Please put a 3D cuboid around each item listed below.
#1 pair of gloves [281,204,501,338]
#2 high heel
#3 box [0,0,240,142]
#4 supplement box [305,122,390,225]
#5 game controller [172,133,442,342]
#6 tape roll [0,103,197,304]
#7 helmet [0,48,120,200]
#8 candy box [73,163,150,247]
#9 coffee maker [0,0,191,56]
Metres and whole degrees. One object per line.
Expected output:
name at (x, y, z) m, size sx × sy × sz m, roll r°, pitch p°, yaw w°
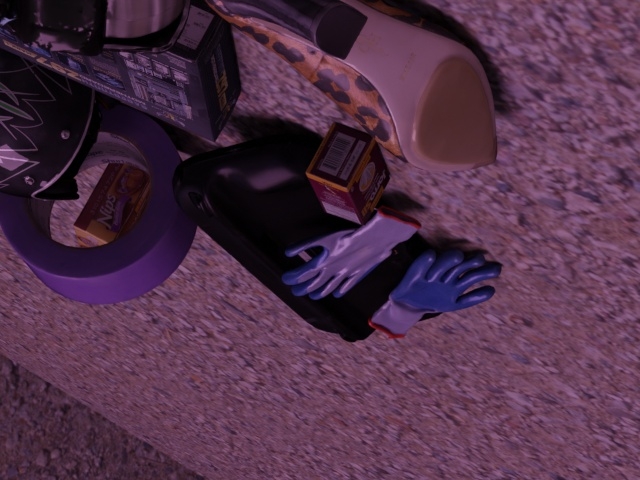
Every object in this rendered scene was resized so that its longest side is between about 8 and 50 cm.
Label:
pair of gloves at (0.063, 0.033, 1.744) m, size 0.198 × 0.023 × 0.159 m, roll 24°, pitch 137°, yaw -30°
high heel at (0.019, -0.143, 1.351) m, size 0.186 × 0.093 × 0.261 m, roll 37°, pitch -178°, yaw 42°
box at (-0.186, -0.180, 1.571) m, size 0.233 × 0.059 × 0.183 m, roll 24°, pitch 164°, yaw 9°
supplement box at (0.025, -0.057, 1.619) m, size 0.043 × 0.055 × 0.083 m, roll 22°, pitch 164°, yaw 20°
game controller at (0.000, 0.000, 1.776) m, size 0.166 × 0.067 × 0.319 m, roll -20°, pitch 141°, yaw 23°
tape roll at (-0.221, -0.036, 1.849) m, size 0.189 × 0.189 × 0.080 m, roll 23°, pitch 164°, yaw 18°
helmet at (-0.275, -0.118, 1.735) m, size 0.169 × 0.169 × 0.161 m, roll 22°, pitch 180°, yaw 20°
candy box at (-0.217, -0.024, 2.031) m, size 0.053 × 0.109 × 0.186 m, roll 26°, pitch 165°, yaw 7°
coffee maker at (-0.163, -0.211, 1.204) m, size 0.178 × 0.171 × 0.120 m, roll 99°, pitch 152°, yaw -53°
